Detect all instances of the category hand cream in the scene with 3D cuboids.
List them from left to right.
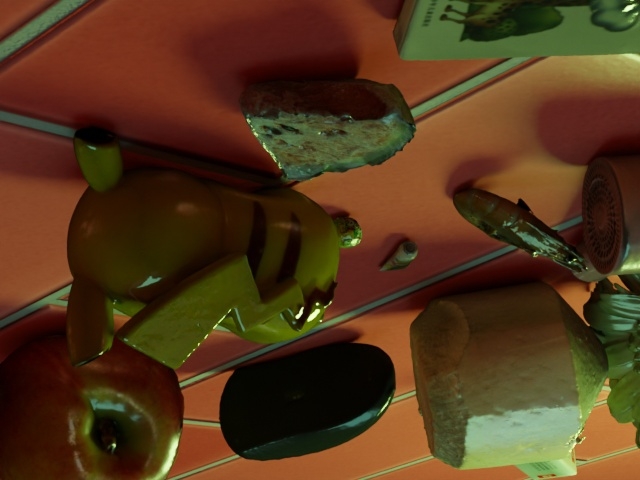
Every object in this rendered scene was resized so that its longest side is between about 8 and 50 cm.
[{"bbox_3d":[0.095,0.022,1.893,0.035,0.022,0.102,-8,165,-13],"label":"hand cream"}]

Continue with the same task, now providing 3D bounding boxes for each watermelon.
[{"bbox_3d":[-0.006,-0.115,1.419,0.139,0.071,0.187,17,158,-36],"label":"watermelon"}]

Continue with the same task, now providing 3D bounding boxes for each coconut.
[{"bbox_3d":[0.245,0.171,2.056,0.244,0.239,0.239,-10,160,-2],"label":"coconut"}]

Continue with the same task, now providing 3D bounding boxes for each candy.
[{"bbox_3d":[0.000,0.000,1.790,0.035,0.035,0.123,-13,177,-42],"label":"candy"}]

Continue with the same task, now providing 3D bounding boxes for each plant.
[{"bbox_3d":[0.483,0.160,2.064,0.297,0.261,0.306,8,167,-37],"label":"plant"}]

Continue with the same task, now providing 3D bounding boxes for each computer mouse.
[{"bbox_3d":[-0.010,0.225,2.243,0.270,0.137,0.086,-16,149,19],"label":"computer mouse"}]

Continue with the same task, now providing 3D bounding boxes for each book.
[{"bbox_3d":[0.257,-0.218,1.254,0.371,0.043,0.260,-4,159,-8],"label":"book"}]

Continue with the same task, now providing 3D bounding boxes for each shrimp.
[{"bbox_3d":[0.210,-0.004,1.737,0.162,0.045,0.095,31,151,-6],"label":"shrimp"}]

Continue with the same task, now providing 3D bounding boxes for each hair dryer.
[{"bbox_3d":[0.371,-0.012,1.799,0.210,0.125,0.352,-5,170,-11],"label":"hair dryer"}]

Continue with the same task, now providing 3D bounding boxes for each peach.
[{"bbox_3d":[-0.308,0.230,2.043,0.245,0.248,0.275,37,159,-15],"label":"peach"}]

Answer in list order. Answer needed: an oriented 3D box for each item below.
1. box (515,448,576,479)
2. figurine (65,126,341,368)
[{"bbox_3d":[0.342,0.293,2.570,0.079,0.135,0.269,-10,160,16],"label":"box"},{"bbox_3d":[-0.125,0.023,1.566,0.327,0.218,0.169,10,178,-31],"label":"figurine"}]
